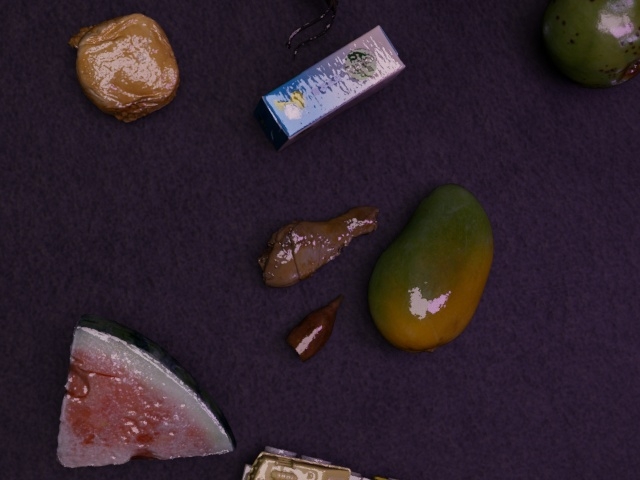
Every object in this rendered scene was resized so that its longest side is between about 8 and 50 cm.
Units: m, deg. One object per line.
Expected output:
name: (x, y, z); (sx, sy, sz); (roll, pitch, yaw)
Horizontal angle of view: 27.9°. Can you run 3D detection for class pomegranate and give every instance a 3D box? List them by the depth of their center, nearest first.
pomegranate: (0.395, -0.332, 1.864); (0.181, 0.181, 0.224); (-18, 66, -9)

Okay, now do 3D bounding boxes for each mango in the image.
mango: (0.162, 0.041, 1.828); (0.156, 0.114, 0.251); (28, 70, 5)

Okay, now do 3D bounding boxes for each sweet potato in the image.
sweet potato: (-0.003, 0.120, 1.831); (0.049, 0.049, 0.117); (42, 71, -3)

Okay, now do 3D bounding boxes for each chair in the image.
chair: (-0.010, -0.385, 1.810); (0.213, 0.174, 0.149); (-42, 88, 2)

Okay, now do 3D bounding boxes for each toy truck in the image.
toy truck: (0.023, 0.366, 1.755); (0.272, 0.157, 0.124); (15, 84, -6)

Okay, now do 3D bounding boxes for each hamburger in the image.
hamburger: (-0.273, -0.243, 1.801); (0.138, 0.083, 0.147); (-26, 91, -13)

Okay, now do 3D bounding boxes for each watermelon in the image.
watermelon: (-0.251, 0.236, 1.699); (0.262, 0.213, 0.201); (37, 82, -4)

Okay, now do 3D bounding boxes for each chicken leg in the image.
chicken leg: (0.001, -0.001, 1.828); (0.198, 0.069, 0.085); (-25, 91, -16)

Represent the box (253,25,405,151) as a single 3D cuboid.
box: (0.009, -0.210, 1.806); (0.194, 0.139, 0.073); (-32, 90, -9)
